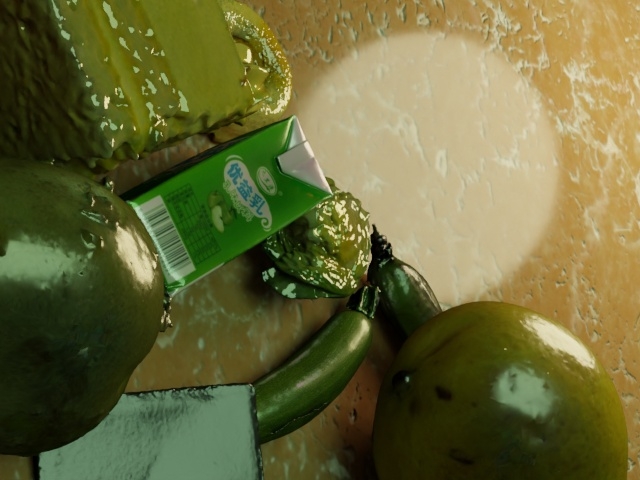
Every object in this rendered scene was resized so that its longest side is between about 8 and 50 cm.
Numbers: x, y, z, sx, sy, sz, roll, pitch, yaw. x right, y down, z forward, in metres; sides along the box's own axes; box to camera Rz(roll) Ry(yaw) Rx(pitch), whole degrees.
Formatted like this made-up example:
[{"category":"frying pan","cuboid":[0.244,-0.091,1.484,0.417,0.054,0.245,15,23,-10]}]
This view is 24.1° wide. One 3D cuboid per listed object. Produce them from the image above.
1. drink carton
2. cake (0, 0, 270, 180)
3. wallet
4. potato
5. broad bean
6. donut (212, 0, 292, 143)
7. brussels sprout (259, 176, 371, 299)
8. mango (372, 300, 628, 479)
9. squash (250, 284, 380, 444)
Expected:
[{"category":"drink carton","cuboid":[-0.136,-0.021,1.543,0.271,0.161,0.108,-32,100,-43]},{"category":"cake","cuboid":[-0.205,-0.182,1.482,0.286,0.222,0.227,-29,100,-46]},{"category":"wallet","cuboid":[-0.170,0.211,1.495,0.244,0.025,0.124,-2,80,-32]},{"category":"potato","cuboid":[-0.297,0.039,1.286,0.359,0.269,0.219,29,13,-41]},{"category":"broad bean","cuboid":[0.134,0.126,1.831,0.339,0.061,0.077,61,36,-11]},{"category":"donut","cuboid":[-0.100,-0.197,1.701,0.178,0.065,0.162,43,50,-26]},{"category":"brussels sprout","cuboid":[-0.002,0.001,1.714,0.139,0.100,0.181,63,20,-8]},{"category":"mango","cuboid":[0.227,0.280,1.736,0.301,0.220,0.445,-31,113,-8]},{"category":"squash","cuboid":[-0.020,0.156,1.661,0.318,0.071,0.080,-37,124,-41]}]
